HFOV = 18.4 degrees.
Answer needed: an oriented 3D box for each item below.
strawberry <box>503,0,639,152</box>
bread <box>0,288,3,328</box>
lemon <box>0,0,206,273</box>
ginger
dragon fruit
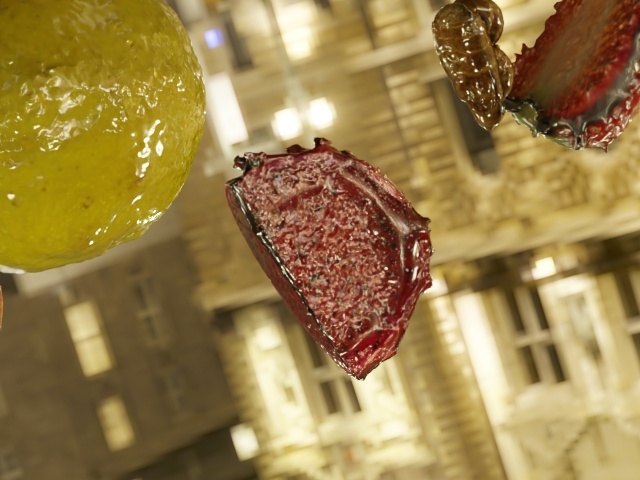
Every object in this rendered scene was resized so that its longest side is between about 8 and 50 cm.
[{"bbox_3d":[0.381,-0.246,2.582,0.306,0.137,0.233,-55,-149,-4],"label":"strawberry"},{"bbox_3d":[-0.406,0.074,2.065,0.160,0.160,0.073,-13,168,37],"label":"bread"},{"bbox_3d":[-0.236,-0.108,1.699,0.268,0.268,0.322,-12,-176,40],"label":"lemon"},{"bbox_3d":[0.180,-0.216,2.319,0.073,0.162,0.103,-4,-153,31],"label":"ginger"},{"bbox_3d":[0.000,0.000,2.042,0.189,0.262,0.163,-15,-157,51],"label":"dragon fruit"}]
